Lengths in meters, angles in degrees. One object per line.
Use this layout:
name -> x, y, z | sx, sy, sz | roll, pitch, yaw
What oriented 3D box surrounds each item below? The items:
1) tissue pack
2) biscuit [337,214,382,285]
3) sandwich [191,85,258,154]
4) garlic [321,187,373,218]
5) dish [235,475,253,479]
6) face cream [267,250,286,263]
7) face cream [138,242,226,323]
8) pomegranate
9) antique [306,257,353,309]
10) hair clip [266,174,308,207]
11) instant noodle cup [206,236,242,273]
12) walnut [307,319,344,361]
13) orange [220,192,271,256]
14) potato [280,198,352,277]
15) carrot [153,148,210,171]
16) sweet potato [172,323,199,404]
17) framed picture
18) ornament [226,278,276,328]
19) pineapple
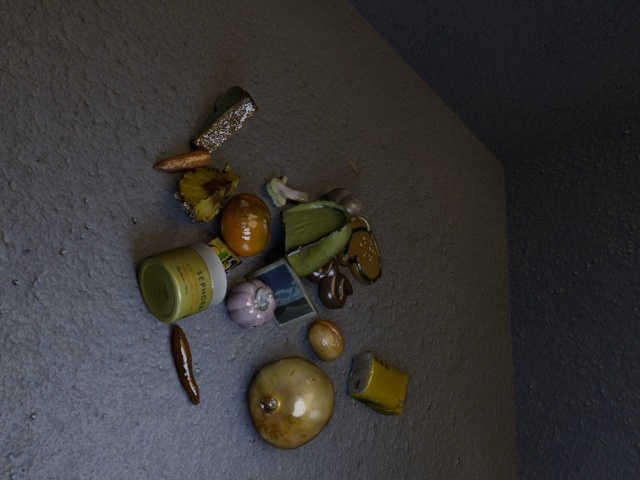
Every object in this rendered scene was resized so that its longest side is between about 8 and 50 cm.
tissue pack -> 0.252, 0.623, 2.201 | 0.271, 0.134, 0.192 | 36, 52, -32
biscuit -> 0.183, 0.046, 2.410 | 0.287, 0.057, 0.344 | -12, 84, -48
sandwich -> -0.377, -0.466, 1.970 | 0.099, 0.288, 0.254 | 47, 2, -33
garlic -> 0.117, -0.113, 2.324 | 0.256, 0.207, 0.207 | 38, 51, -28
dish -> -0.241, 0.845, 1.659 | 0.091, 0.039, 0.137 | 9, 67, -45
face cream -> -0.144, 0.182, 1.996 | 0.073, 0.073, 0.284 | -7, 80, -48
face cream -> -0.434, 0.131, 1.596 | 0.179, 0.218, 0.218 | -19, 89, -48
pomegranate -> -0.105, 0.553, 1.735 | 0.319, 0.319, 0.319 | 20, 61, -41
antique -> 0.025, 0.178, 2.151 | 0.143, 0.121, 0.257 | -48, 118, -36
hair clip -> -0.149, -0.211, 2.149 | 0.218, 0.071, 0.159 | 18, 57, -49
instant noodle cup -> -0.364, 0.069, 1.762 | 0.122, 0.151, 0.151 | 55, 43, -2
walnut -> 0.022, 0.400, 2.043 | 0.144, 0.144, 0.180 | -25, 89, -49
orange -> -0.265, -0.056, 1.852 | 0.240, 0.171, 0.240 | -4, 90, -84
potato -> 0.000, 0.000, 2.031 | 0.330, 0.280, 0.213 | -106, 179, -54
carrot -> -0.496, -0.278, 1.805 | 0.205, 0.072, 0.072 | -17, 88, -34
sweet potato -> -0.433, 0.394, 1.620 | 0.057, 0.057, 0.265 | -12, 88, -48
framed picture -> -0.143, 0.201, 1.910 | 0.260, 0.189, 0.023 | 60, 25, -13
ornament -> -0.241, 0.224, 1.810 | 0.177, 0.177, 0.178 | 20, 61, -41
pineapple -> -0.423, -0.168, 1.813 | 0.161, 0.158, 0.334 | 26, 41, 9
